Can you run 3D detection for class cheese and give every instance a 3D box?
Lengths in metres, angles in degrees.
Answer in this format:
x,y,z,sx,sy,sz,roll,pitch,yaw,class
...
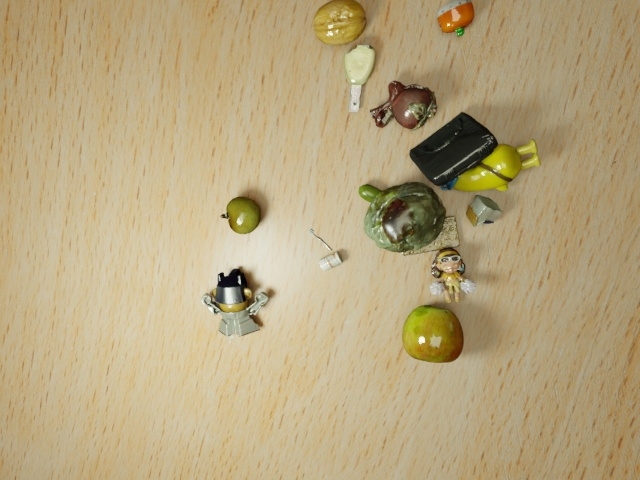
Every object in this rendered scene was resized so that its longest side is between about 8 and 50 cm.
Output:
x,y,z,sx,sy,sz,roll,pitch,yaw,class
0.143,-0.642,1.670,0.127,0.050,0.255,8,99,7,cheese

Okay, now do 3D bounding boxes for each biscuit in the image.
x,y,z,sx,sy,sz,roll,pitch,yaw,class
0.443,-0.018,1.726,0.237,0.026,0.131,-11,94,11,biscuit

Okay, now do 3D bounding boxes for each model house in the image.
x,y,z,sx,sy,sz,roll,pitch,yaw,class
0.640,-0.110,1.662,0.101,0.087,0.100,12,128,-25,model house

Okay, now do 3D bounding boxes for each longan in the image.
x,y,z,sx,sy,sz,roll,pitch,yaw,class
-0.334,-0.104,1.761,0.154,0.176,0.145,60,148,31,longan

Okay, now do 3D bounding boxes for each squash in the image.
x,y,z,sx,sy,sz,roll,pitch,yaw,class
0.247,-0.170,1.716,0.201,0.066,0.066,25,101,-2,squash

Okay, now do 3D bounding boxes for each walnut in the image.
x,y,z,sx,sy,sz,roll,pitch,yaw,class
0.072,-0.830,1.604,0.207,0.159,0.158,-8,97,4,walnut

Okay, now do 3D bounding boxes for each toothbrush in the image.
x,y,z,sx,sy,sz,roll,pitch,yaw,class
0.000,0.000,1.802,0.131,0.011,0.013,44,123,0,toothbrush

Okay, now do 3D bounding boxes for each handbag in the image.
x,y,z,sx,sy,sz,roll,pitch,yaw,class
0.496,-0.344,1.589,0.275,0.244,0.088,-38,134,13,handbag

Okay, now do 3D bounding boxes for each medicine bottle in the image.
x,y,z,sx,sy,sz,roll,pitch,yaw,class
0.044,0.089,1.785,0.089,0.057,0.057,-26,93,11,medicine bottle

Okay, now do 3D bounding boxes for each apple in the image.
x,y,z,sx,sy,sz,roll,pitch,yaw,class
0.456,0.377,1.703,0.247,0.246,0.226,3,80,8,apple

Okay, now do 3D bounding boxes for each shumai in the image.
x,y,z,sx,sy,sz,roll,pitch,yaw,class
0.330,-0.058,1.577,0.304,0.263,0.309,32,107,-4,shumai

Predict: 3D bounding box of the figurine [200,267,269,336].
x,y,z,sx,sy,sz,roll,pitch,yaw,class
-0.372,0.272,1.832,0.309,0.143,0.307,-2,105,-9,figurine

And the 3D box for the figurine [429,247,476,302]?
x,y,z,sx,sy,sz,roll,pitch,yaw,class
0.524,0.147,1.693,0.175,0.116,0.239,-9,102,12,figurine

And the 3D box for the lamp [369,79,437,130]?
x,y,z,sx,sy,sz,roll,pitch,yaw,class
0.332,-0.502,1.625,0.215,0.151,0.223,-54,45,6,lamp

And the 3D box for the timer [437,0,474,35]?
x,y,z,sx,sy,sz,roll,pitch,yaw,class
0.509,-0.826,1.569,0.136,0.099,0.136,5,111,13,timer

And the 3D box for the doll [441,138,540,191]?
x,y,z,sx,sy,sz,roll,pitch,yaw,class
0.641,-0.263,1.607,0.364,0.145,0.199,-19,109,19,doll
